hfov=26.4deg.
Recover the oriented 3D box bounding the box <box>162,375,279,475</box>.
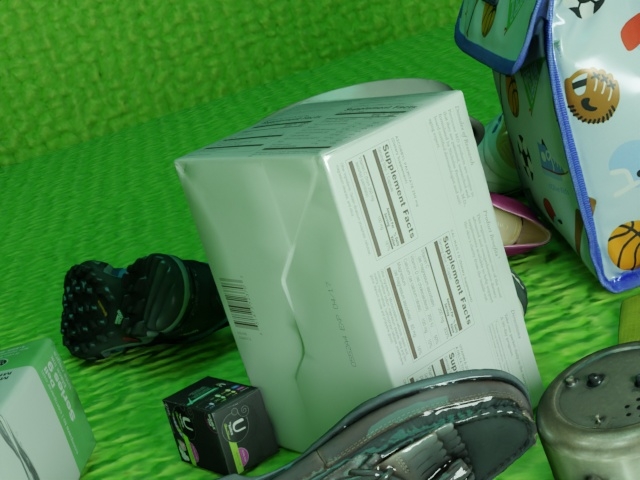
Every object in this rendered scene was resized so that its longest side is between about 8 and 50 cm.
[{"bbox_3d":[-0.085,0.156,1.147,0.052,0.062,0.083,-26,18,-33],"label":"box"}]

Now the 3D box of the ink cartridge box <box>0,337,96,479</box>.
[{"bbox_3d":[-0.328,0.207,1.117,0.211,0.122,0.289,-16,16,8],"label":"ink cartridge box"}]

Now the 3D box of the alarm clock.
[{"bbox_3d":[0.202,0.130,0.913,0.129,0.064,0.192,-2,34,40],"label":"alarm clock"}]

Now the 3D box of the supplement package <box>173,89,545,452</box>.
[{"bbox_3d":[0.031,0.030,1.080,0.145,0.262,0.204,-27,18,-33],"label":"supplement package"}]

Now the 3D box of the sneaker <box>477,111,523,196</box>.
[{"bbox_3d":[0.252,-0.122,1.667,0.131,0.112,0.296,-34,-9,36],"label":"sneaker"}]

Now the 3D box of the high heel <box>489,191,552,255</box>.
[{"bbox_3d":[0.114,-0.023,1.369,0.244,0.082,0.117,14,-1,-34],"label":"high heel"}]

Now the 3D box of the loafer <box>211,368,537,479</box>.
[{"bbox_3d":[0.013,0.187,0.904,0.302,0.109,0.095,-23,35,0],"label":"loafer"}]

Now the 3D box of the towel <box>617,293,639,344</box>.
[{"bbox_3d":[0.284,0.081,1.087,0.102,0.021,0.237,-11,16,18],"label":"towel"}]

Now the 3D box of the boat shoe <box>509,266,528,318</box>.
[{"bbox_3d":[0.078,0.036,1.270,0.113,0.127,0.340,-41,16,-32],"label":"boat shoe"}]

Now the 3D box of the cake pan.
[{"bbox_3d":[0.032,-0.102,1.494,0.293,0.054,0.293,-14,-13,-3],"label":"cake pan"}]

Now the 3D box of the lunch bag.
[{"bbox_3d":[0.273,-0.184,1.337,0.238,0.386,0.328,-17,16,-1],"label":"lunch bag"}]

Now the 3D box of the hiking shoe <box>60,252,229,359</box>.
[{"bbox_3d":[-0.189,0.080,1.507,0.132,0.113,0.304,9,-8,-34],"label":"hiking shoe"}]
